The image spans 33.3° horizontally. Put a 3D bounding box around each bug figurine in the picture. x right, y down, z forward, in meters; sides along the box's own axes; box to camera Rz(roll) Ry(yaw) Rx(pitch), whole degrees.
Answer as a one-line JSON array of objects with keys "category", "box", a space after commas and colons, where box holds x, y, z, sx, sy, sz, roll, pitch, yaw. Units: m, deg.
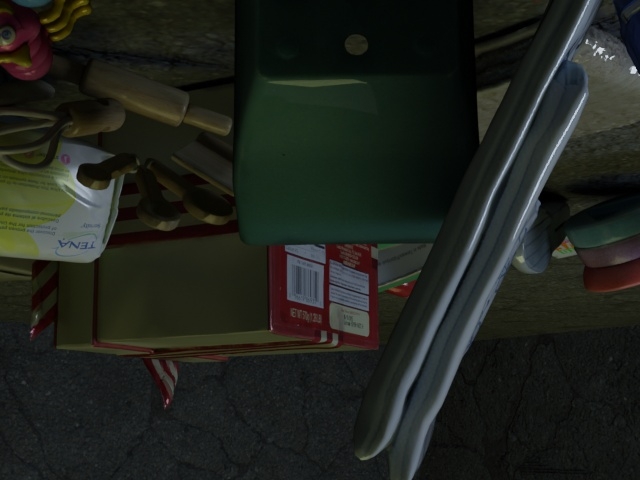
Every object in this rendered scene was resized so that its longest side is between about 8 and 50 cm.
[{"category": "bug figurine", "box": [-0.258, -0.145, 0.646, 0.279, 0.072, 0.216, -2, 170, 4]}]

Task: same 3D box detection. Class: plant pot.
[{"category": "plant pot", "box": [0.021, -0.103, 0.665, 0.165, 0.165, 0.234, -1, 167, 2]}]

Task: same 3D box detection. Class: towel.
[{"category": "towel", "box": [0.159, -0.117, 0.913, 0.187, 0.049, 0.282, 7, 166, -42]}]

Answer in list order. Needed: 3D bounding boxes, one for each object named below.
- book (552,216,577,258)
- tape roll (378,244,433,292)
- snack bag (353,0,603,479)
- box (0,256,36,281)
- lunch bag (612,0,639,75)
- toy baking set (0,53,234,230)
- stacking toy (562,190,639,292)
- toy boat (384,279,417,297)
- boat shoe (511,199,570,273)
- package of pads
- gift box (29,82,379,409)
[{"category": "book", "box": [0.371, -0.009, 1.582, 0.096, 0.035, 0.144, -11, 165, 29]}, {"category": "tape roll", "box": [0.047, 0.004, 1.249, 0.321, 0.077, 0.321, -17, 167, -4]}, {"category": "snack bag", "box": [0.109, -0.046, 0.556, 0.037, 0.342, 0.323, 24, 176, 9]}, {"category": "box", "box": [-0.447, -0.025, 1.097, 0.311, 0.148, 0.121, -3, 170, 18]}, {"category": "lunch bag", "box": [0.231, -0.145, 0.702, 0.067, 0.065, 0.098, -27, 164, 13]}, {"category": "toy baking set", "box": [-0.159, -0.085, 0.777, 0.256, 0.030, 0.197, 21, -154, -11]}, {"category": "stacking toy", "box": [0.461, -0.050, 1.286, 0.279, 0.130, 0.309, -25, -172, -33]}, {"category": "toy boat", "box": [0.065, 0.085, 1.721, 0.231, 0.151, 0.151, -10, 166, 42]}, {"category": "boat shoe", "box": [0.250, -0.006, 1.335, 0.076, 0.083, 0.226, 5, -172, 25]}, {"category": "package of pads", "box": [-0.326, -0.065, 0.813, 0.296, 0.101, 0.229, 8, -170, -43]}, {"category": "gift box", "box": [-0.109, 0.013, 1.000, 0.258, 0.276, 0.255, -5, 164, 27]}]
